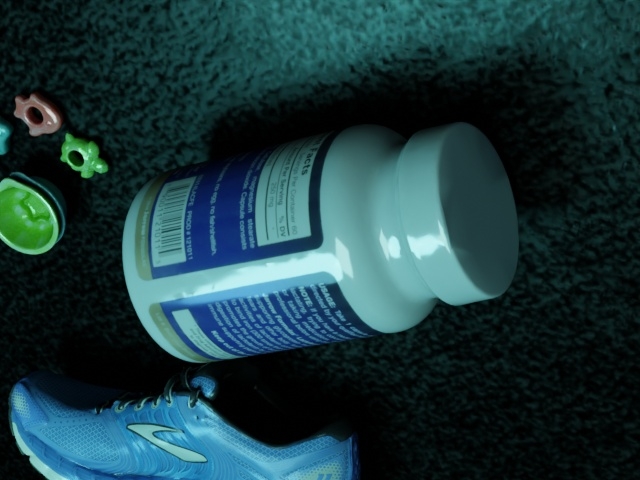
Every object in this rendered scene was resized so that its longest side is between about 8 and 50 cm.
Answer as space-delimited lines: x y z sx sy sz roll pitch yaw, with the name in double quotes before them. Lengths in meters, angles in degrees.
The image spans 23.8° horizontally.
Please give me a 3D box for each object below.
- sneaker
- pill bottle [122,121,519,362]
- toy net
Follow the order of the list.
"sneaker" -0.112 0.154 1.300 0.330 0.130 0.147 12 111 15
"pill bottle" 0.000 0.000 1.107 0.264 0.153 0.153 -11 115 31
"toy net" -0.292 -0.095 1.257 0.232 0.045 0.122 37 129 0
